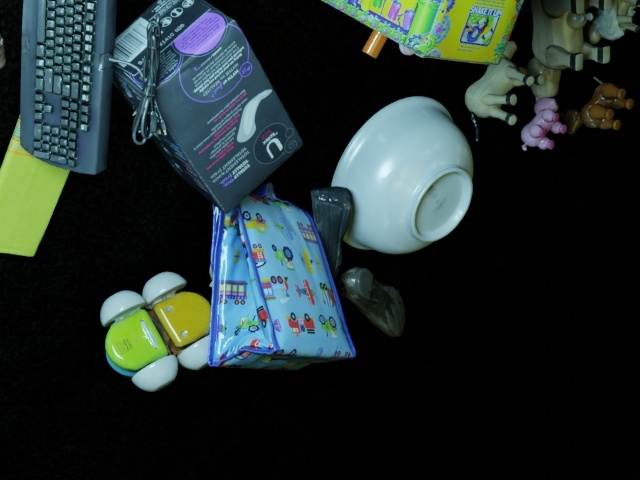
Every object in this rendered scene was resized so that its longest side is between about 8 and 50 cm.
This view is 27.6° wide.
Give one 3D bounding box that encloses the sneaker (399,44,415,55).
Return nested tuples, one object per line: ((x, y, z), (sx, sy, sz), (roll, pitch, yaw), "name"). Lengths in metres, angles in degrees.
((0.181, -0.356, 2.126), (0.051, 0.070, 0.134), (8, 113, -50), "sneaker")

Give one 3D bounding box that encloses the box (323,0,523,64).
((0.151, -0.438, 1.861), (0.177, 0.290, 0.279), (-2, 120, -44), "box")

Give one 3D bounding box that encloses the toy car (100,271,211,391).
((-0.257, 0.150, 2.024), (0.182, 0.159, 0.136), (-26, 170, -31), "toy car")

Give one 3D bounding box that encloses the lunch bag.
((-0.072, 0.048, 2.047), (0.221, 0.138, 0.293), (12, 68, -55), "lunch bag")

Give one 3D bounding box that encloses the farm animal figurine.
((0.401, -0.325, 2.309), (0.330, 0.172, 0.327), (4, 103, -38), "farm animal figurine")

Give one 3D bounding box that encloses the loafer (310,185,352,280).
((0.000, 0.000, 2.215), (0.078, 0.076, 0.223), (6, 128, -7), "loafer")

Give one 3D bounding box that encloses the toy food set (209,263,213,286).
((-0.142, 0.018, 2.117), (0.078, 0.019, 0.122), (-20, 130, -34), "toy food set")

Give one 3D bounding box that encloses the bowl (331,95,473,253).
((0.169, -0.089, 2.261), (0.298, 0.134, 0.298), (-26, 134, -31), "bowl")

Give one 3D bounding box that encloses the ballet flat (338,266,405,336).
((0.095, 0.113, 2.402), (0.250, 0.058, 0.084), (41, 51, -56), "ballet flat")

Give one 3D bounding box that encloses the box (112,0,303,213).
((-0.166, -0.197, 1.837), (0.165, 0.143, 0.270), (-43, 140, -11), "box")

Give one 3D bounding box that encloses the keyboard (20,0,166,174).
((-0.288, -0.232, 1.659), (0.033, 0.201, 0.317), (-64, 163, -63), "keyboard")

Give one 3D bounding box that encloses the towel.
((-0.398, -0.089, 1.787), (0.102, 0.021, 0.237), (11, 111, -42), "towel")

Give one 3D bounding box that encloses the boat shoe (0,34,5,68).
((-0.475, -0.203, 1.581), (0.207, 0.073, 0.073), (-28, 133, -27), "boat shoe")

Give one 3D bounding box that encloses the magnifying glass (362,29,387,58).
((0.133, -0.400, 2.085), (0.092, 0.026, 0.231), (18, 102, -50), "magnifying glass")
